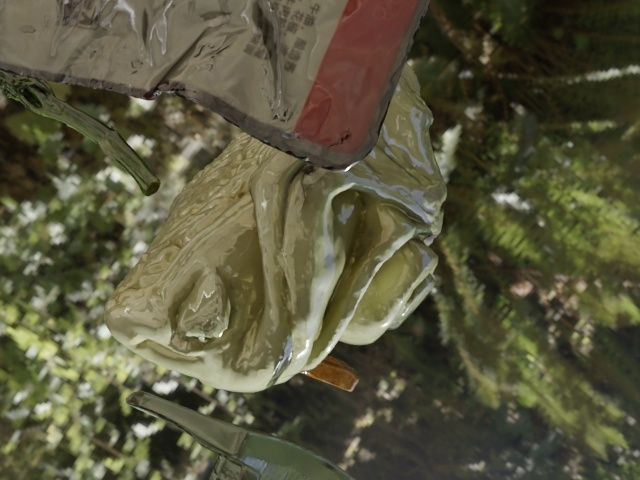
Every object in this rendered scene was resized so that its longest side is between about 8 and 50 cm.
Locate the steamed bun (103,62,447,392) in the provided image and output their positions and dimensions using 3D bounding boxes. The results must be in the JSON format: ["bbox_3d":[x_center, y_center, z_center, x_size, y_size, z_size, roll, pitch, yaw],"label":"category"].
[{"bbox_3d":[0.000,0.000,1.111,0.394,0.237,0.346,-49,-165,-9],"label":"steamed bun"}]

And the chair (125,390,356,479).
[{"bbox_3d":[-0.051,0.260,0.957,0.275,0.203,0.190,4,-112,52],"label":"chair"}]

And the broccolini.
[{"bbox_3d":[-0.246,-0.119,1.143,0.051,0.239,0.054,-25,147,-57],"label":"broccolini"}]

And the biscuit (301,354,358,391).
[{"bbox_3d":[-0.029,0.140,1.374,0.043,0.183,0.280,-67,161,-2],"label":"biscuit"}]

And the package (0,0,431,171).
[{"bbox_3d":[-0.049,-0.123,0.469,0.239,0.030,0.154,20,-96,37],"label":"package"}]
